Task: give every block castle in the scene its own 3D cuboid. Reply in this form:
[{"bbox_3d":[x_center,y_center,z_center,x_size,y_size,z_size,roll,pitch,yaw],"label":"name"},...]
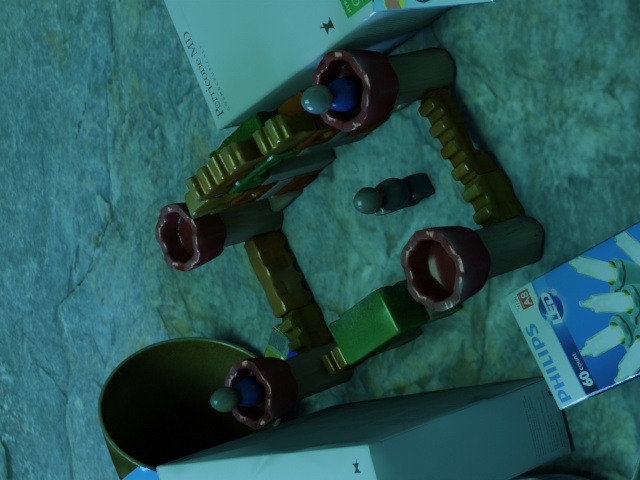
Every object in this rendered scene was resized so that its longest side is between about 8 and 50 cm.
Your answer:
[{"bbox_3d":[0.000,0.000,1.624,0.453,0.212,0.303,-38,74,48],"label":"block castle"}]

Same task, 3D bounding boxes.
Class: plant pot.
[{"bbox_3d":[-0.172,0.300,1.930,0.237,0.237,0.254,40,143,33],"label":"plant pot"}]

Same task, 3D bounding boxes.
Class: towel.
[{"bbox_3d":[-0.042,0.155,1.876,0.083,0.009,0.060,44,130,30],"label":"towel"}]

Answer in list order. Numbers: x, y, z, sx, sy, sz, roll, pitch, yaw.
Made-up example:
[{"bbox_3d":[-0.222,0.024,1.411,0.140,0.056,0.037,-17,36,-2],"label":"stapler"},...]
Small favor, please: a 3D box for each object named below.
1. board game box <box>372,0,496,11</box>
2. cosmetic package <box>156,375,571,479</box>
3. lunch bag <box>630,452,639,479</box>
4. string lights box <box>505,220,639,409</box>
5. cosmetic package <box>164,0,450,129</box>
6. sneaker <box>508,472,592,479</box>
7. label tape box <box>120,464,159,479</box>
[{"bbox_3d":[0.183,-0.290,1.276,0.142,0.275,0.144,5,107,47],"label":"board game box"},{"bbox_3d":[0.041,0.243,1.599,0.377,0.284,0.098,-16,86,50],"label":"cosmetic package"},{"bbox_3d":[0.367,0.300,1.292,0.169,0.235,0.287,38,129,36],"label":"lunch bag"},{"bbox_3d":[0.312,0.057,1.397,0.259,0.076,0.133,-35,77,48],"label":"string lights box"},{"bbox_3d":[0.002,-0.285,1.574,0.365,0.155,0.197,-32,79,47],"label":"cosmetic package"},{"bbox_3d":[0.199,0.306,1.581,0.271,0.108,0.100,-17,84,51],"label":"sneaker"},{"bbox_3d":[-0.136,0.414,1.825,0.240,0.333,0.106,-41,36,47],"label":"label tape box"}]
